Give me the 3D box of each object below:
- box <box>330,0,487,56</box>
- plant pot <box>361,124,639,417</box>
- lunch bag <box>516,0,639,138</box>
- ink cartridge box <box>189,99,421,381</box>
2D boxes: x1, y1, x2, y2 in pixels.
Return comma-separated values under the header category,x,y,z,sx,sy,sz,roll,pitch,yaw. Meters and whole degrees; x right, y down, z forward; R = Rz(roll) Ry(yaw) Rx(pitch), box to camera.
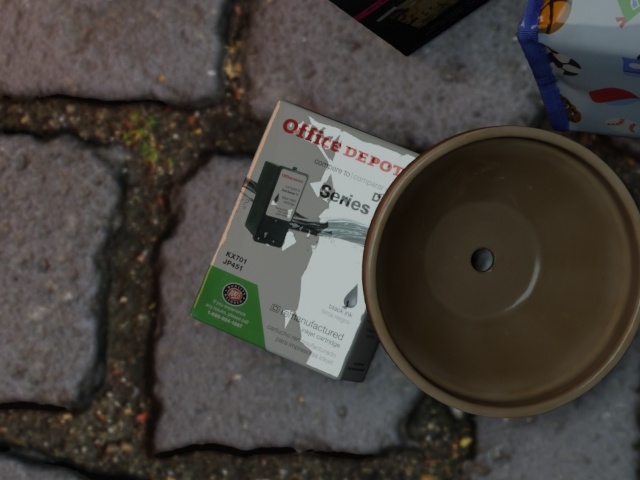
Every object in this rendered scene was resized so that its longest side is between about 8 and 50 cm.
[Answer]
category,x,y,z,sx,sy,sz,roll,pitch,yaw
box,0.054,-0.276,1.587,0.143,0.270,0.165,-34,77,11
plant pot,0.146,0.021,1.598,0.237,0.110,0.237,-1,97,-7
lunch bag,0.352,-0.284,1.529,0.327,0.239,0.385,9,71,17
ink cartridge box,0.000,0.000,1.673,0.153,0.087,0.208,22,90,16
